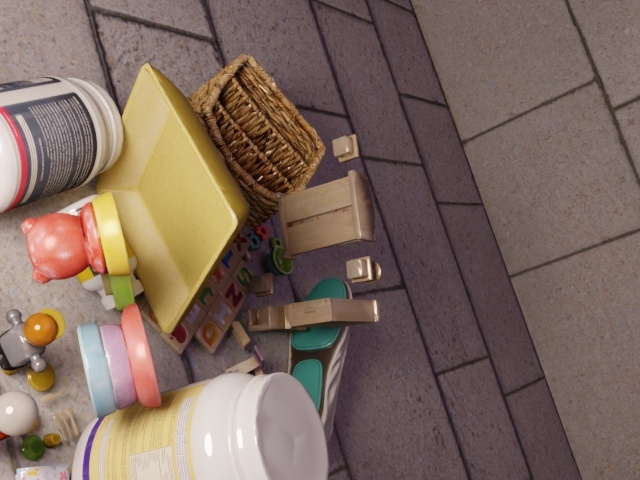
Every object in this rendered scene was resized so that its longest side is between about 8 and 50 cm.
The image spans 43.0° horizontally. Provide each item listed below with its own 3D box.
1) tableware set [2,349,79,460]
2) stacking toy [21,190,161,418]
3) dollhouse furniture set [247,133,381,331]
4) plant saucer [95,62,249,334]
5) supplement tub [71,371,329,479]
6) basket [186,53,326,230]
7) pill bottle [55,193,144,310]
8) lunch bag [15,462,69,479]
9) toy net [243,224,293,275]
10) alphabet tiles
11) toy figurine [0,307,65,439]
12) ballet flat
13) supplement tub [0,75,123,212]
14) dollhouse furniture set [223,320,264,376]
[{"bbox_3d":[-0.435,0.249,1.233,0.104,0.024,0.154,-23,90,-55],"label":"tableware set"},{"bbox_3d":[-0.334,0.105,1.191,0.130,0.279,0.309,-13,85,-15],"label":"stacking toy"},{"bbox_3d":[0.000,0.000,1.686,0.173,0.303,0.356,10,71,-54],"label":"dollhouse furniture set"},{"bbox_3d":[-0.242,-0.066,1.357,0.081,0.333,0.333,-13,62,-39],"label":"plant saucer"},{"bbox_3d":[-0.179,0.337,1.231,0.241,0.331,0.241,44,36,-45],"label":"supplement tub"},{"bbox_3d":[-0.150,-0.201,1.709,0.299,0.223,0.213,50,17,-25],"label":"basket"},{"bbox_3d":[-0.377,0.022,1.386,0.184,0.103,0.103,62,32,-5],"label":"pill bottle"},{"bbox_3d":[-0.405,0.361,1.173,0.083,0.053,0.071,20,55,-62],"label":"lunch bag"},{"bbox_3d":[-0.150,-0.010,1.794,0.232,0.045,0.122,36,43,-38],"label":"toy net"},{"bbox_3d":[-0.253,0.046,1.590,0.285,0.011,0.343,52,39,-21],"label":"alphabet tiles"},{"bbox_3d":[-0.470,0.161,1.096,0.213,0.148,0.210,34,43,-28],"label":"toy figurine"},{"bbox_3d":[-0.001,0.270,1.777,0.139,0.139,0.400,42,43,-33],"label":"ballet flat"},{"bbox_3d":[-0.466,-0.158,1.291,0.272,0.191,0.191,-32,97,-57],"label":"supplement tub"},{"bbox_3d":[-0.176,0.231,1.635,0.081,0.091,0.114,-26,64,-19],"label":"dollhouse furniture set"}]
